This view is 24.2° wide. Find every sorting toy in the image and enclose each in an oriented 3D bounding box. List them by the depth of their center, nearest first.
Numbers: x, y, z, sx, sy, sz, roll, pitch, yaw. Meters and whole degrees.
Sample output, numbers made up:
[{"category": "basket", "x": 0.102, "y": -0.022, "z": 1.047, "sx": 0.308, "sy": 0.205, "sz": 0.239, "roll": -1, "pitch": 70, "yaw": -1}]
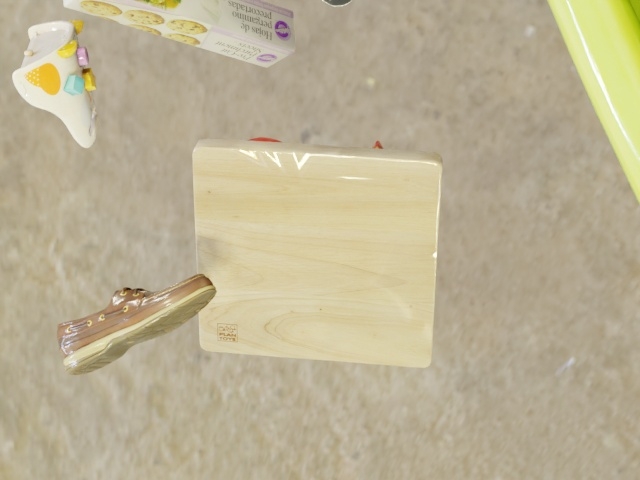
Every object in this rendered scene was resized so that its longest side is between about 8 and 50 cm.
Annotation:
[{"category": "sorting toy", "x": -0.170, "y": -0.104, "z": 1.016, "sx": 0.045, "sy": 0.075, "sz": 0.083, "roll": -18, "pitch": 29, "yaw": 7}, {"category": "sorting toy", "x": 0.000, "y": 0.000, "z": 1.617, "sx": 0.257, "sy": 0.255, "sz": 0.089, "roll": 4, "pitch": 31, "yaw": 6}]

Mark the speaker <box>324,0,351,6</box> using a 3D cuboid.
[{"category": "speaker", "x": 0.027, "y": -0.344, "z": 1.889, "sx": 0.055, "sy": 0.055, "sz": 0.136, "roll": 15, "pitch": 29, "yaw": -1}]

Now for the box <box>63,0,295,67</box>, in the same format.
[{"category": "box", "x": -0.176, "y": -0.297, "z": 1.915, "sx": 0.324, "sy": 0.067, "sz": 0.063, "roll": 13, "pitch": 67, "yaw": -39}]

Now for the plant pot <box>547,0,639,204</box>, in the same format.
[{"category": "plant pot", "x": 0.198, "y": -0.110, "z": 0.407, "sx": 0.207, "sy": 0.228, "sz": 0.227, "roll": 15, "pitch": 52, "yaw": -50}]

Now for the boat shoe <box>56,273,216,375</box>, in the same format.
[{"category": "boat shoe", "x": -0.192, "y": 0.074, "z": 1.522, "sx": 0.178, "sy": 0.064, "sz": 0.060, "roll": -27, "pitch": 75, "yaw": 9}]
